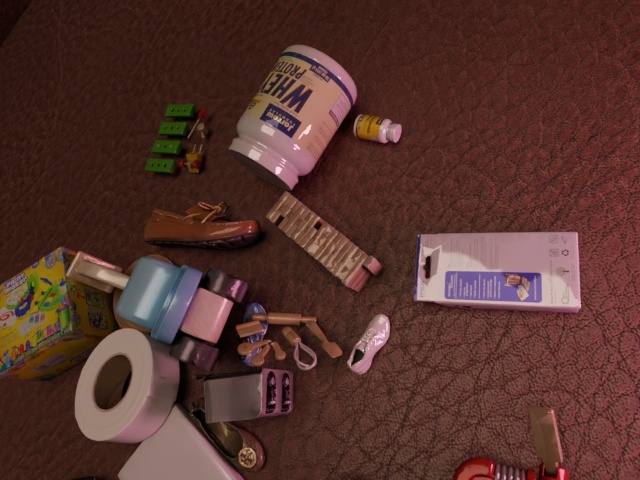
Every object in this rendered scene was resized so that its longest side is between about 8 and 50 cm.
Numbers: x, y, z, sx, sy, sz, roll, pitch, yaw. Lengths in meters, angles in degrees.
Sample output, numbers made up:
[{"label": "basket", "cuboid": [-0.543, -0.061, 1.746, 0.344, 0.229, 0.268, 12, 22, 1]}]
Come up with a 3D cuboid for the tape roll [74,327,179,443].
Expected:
[{"label": "tape roll", "cuboid": [-0.508, 0.380, 1.259, 0.286, 0.100, 0.286, -15, 58, 25]}]

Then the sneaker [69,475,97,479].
[{"label": "sneaker", "cuboid": [-0.696, 0.720, 1.240, 0.344, 0.134, 0.146, -32, 69, 19]}]

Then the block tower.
[{"label": "block tower", "cuboid": [0.000, 0.000, 1.215, 0.335, 0.091, 0.097, 37, 89, 30]}]

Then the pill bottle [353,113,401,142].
[{"label": "pill bottle", "cuboid": [0.152, -0.295, 1.272, 0.116, 0.065, 0.065, 18, 79, 27]}]

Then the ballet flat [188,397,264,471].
[{"label": "ballet flat", "cuboid": [-0.237, 0.468, 1.162, 0.250, 0.058, 0.084, 32, 87, 29]}]

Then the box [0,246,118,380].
[{"label": "box", "cuboid": [-0.790, 0.222, 1.418, 0.290, 0.177, 0.279, -29, 63, 12]}]

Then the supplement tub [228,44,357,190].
[{"label": "supplement tub", "cuboid": [-0.076, -0.321, 1.280, 0.235, 0.235, 0.324, 29, 84, 29]}]

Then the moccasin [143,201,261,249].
[{"label": "moccasin", "cuboid": [-0.335, -0.049, 1.358, 0.380, 0.139, 0.147, 1, 81, 33]}]

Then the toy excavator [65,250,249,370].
[{"label": "toy excavator", "cuboid": [-0.443, 0.126, 1.223, 0.445, 0.433, 0.222, 26, 77, -11]}]

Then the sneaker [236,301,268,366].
[{"label": "sneaker", "cuboid": [-0.176, 0.233, 1.213, 0.063, 0.073, 0.162, -7, 68, 20]}]

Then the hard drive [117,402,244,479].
[{"label": "hard drive", "cuboid": [-0.318, 0.605, 1.154, 0.353, 0.047, 0.233, 36, 88, 29]}]

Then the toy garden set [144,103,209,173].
[{"label": "toy garden set", "cuboid": [-0.438, -0.321, 1.543, 0.204, 0.049, 0.244, 7, 74, 27]}]

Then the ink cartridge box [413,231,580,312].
[{"label": "ink cartridge box", "cuboid": [0.377, 0.067, 1.047, 0.333, 0.065, 0.165, 1, 72, 22]}]

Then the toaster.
[{"label": "toaster", "cuboid": [-0.171, 0.358, 1.112, 0.186, 0.168, 0.110, -12, 69, 18]}]

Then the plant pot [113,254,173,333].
[{"label": "plant pot", "cuboid": [-0.502, 0.159, 1.402, 0.236, 0.032, 0.236, -8, 68, 21]}]

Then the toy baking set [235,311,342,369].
[{"label": "toy baking set", "cuboid": [-0.078, 0.234, 1.126, 0.256, 0.030, 0.196, 0, 28, 1]}]

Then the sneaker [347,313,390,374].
[{"label": "sneaker", "cuboid": [0.112, 0.237, 1.099, 0.054, 0.061, 0.152, 24, 81, 30]}]

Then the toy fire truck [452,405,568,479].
[{"label": "toy fire truck", "cuboid": [0.358, 0.439, 0.883, 0.217, 0.158, 0.246, 5, 62, 25]}]
